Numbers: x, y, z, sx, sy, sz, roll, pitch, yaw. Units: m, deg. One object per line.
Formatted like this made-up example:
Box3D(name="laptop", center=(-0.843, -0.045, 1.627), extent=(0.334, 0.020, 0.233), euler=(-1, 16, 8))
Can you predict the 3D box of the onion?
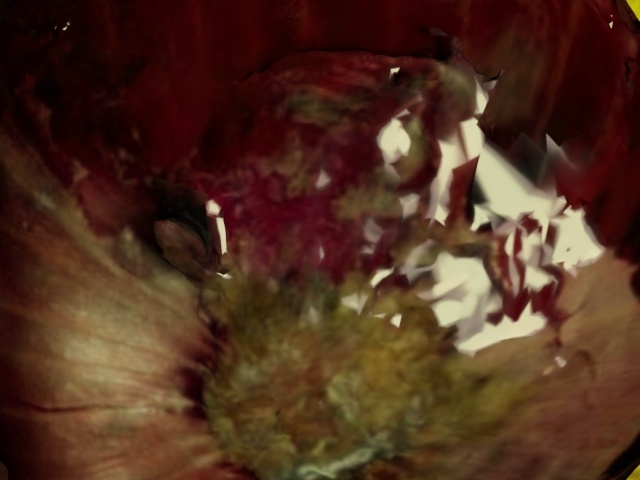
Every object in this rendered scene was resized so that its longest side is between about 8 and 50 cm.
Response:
Box3D(name="onion", center=(0.000, 0.000, 0.484), extent=(0.252, 0.219, 0.252), euler=(3, 118, 5))
